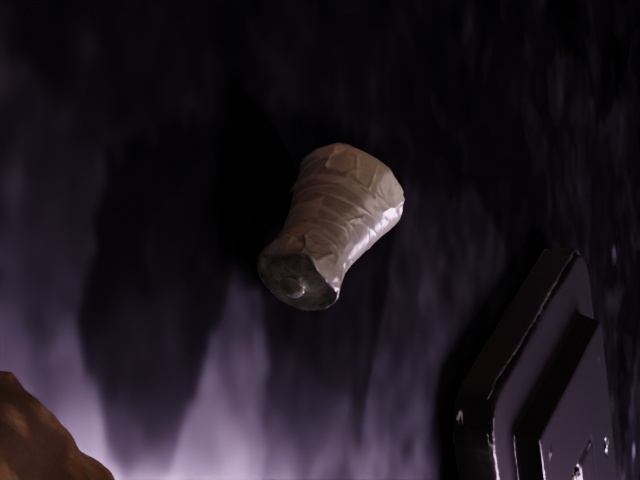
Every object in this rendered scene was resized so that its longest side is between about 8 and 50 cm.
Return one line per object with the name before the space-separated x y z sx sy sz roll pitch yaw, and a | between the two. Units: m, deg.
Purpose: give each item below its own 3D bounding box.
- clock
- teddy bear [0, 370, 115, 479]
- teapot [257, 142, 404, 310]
clock | 0.165 0.175 1.287 0.273 0.049 0.278 -49 134 -59
teddy bear | -0.093 0.213 0.568 0.296 0.222 0.246 46 5 -17
teapot | 0.000 0.000 0.895 0.083 0.057 0.067 -57 170 -45
